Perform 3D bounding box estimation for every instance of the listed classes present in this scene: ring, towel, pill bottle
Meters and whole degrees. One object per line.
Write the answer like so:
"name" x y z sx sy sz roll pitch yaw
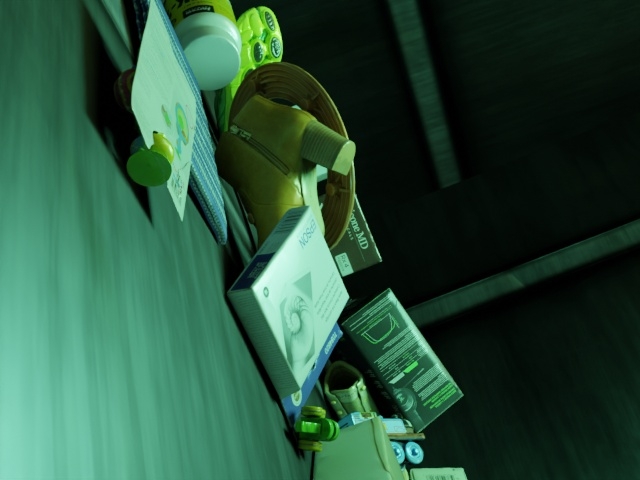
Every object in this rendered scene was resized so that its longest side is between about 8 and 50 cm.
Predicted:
"ring" -0.064 -0.129 1.542 0.336 0.032 0.336 25 -57 45
"towel" -0.197 -0.186 1.259 0.243 0.040 0.336 68 4 -48
"pill bottle" -0.195 -0.342 1.524 0.208 0.119 0.119 -109 177 -49

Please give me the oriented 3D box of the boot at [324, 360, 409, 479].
"boot" 0.086 0.373 1.800 0.262 0.095 0.203 -110 178 -60

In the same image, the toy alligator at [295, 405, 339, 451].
"toy alligator" 0.002 0.262 1.266 0.189 0.051 0.056 67 28 -74

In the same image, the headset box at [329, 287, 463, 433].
"headset box" 0.134 0.259 1.902 0.283 0.131 0.246 55 -18 -3

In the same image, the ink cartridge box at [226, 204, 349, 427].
"ink cartridge box" -0.026 0.100 1.261 0.224 0.045 0.223 67 30 -24

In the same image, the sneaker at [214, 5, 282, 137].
"sneaker" -0.149 -0.289 1.685 0.123 0.109 0.295 49 -44 45

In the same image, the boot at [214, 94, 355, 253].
"boot" -0.090 -0.066 1.416 0.211 0.295 0.104 25 -2 29

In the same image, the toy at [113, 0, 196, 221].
"toy" -0.177 -0.137 0.952 0.237 0.056 0.137 -100 173 -51

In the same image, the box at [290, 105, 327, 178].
"box" -0.078 -0.215 2.226 0.119 0.181 0.182 11 58 -86

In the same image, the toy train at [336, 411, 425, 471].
"toy train" 0.111 0.370 1.691 0.184 0.080 0.105 7 55 -37

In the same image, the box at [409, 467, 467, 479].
"box" 0.226 0.586 1.801 0.094 0.113 0.275 -99 -172 -71

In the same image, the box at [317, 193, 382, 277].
"box" 0.000 0.000 1.864 0.167 0.203 0.168 -21 89 -87

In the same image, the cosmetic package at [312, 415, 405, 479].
"cosmetic package" 0.065 0.367 1.257 0.309 0.113 0.160 -92 161 -85
